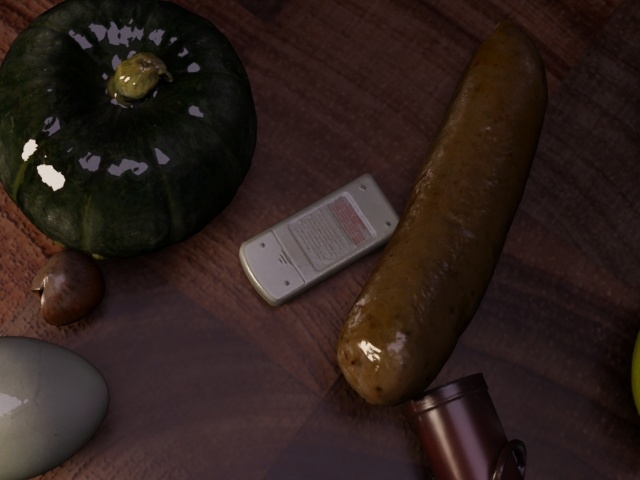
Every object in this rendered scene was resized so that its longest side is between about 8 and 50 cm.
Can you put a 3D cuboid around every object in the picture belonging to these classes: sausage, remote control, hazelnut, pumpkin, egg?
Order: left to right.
[{"bbox_3d":[-0.321,0.172,1.146,0.209,0.151,0.151,-10,74,-14],"label":"egg"},{"bbox_3d":[-0.279,0.051,1.229,0.086,0.086,0.086,2,72,-6],"label":"hazelnut"},{"bbox_3d":[-0.214,-0.129,1.224,0.300,0.207,0.300,4,69,-11],"label":"pumpkin"},{"bbox_3d":[0.000,0.000,1.303,0.190,0.029,0.087,-31,78,-16],"label":"remote control"},{"bbox_3d":[0.154,-0.034,1.277,0.136,0.123,0.500,46,59,-37],"label":"sausage"}]

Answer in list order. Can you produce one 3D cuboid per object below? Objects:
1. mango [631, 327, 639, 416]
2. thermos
[{"bbox_3d":[0.444,0.128,1.256,0.186,0.149,0.272,12,65,4],"label":"mango"},{"bbox_3d":[0.170,0.268,1.209,0.124,0.099,0.232,-26,76,24],"label":"thermos"}]
